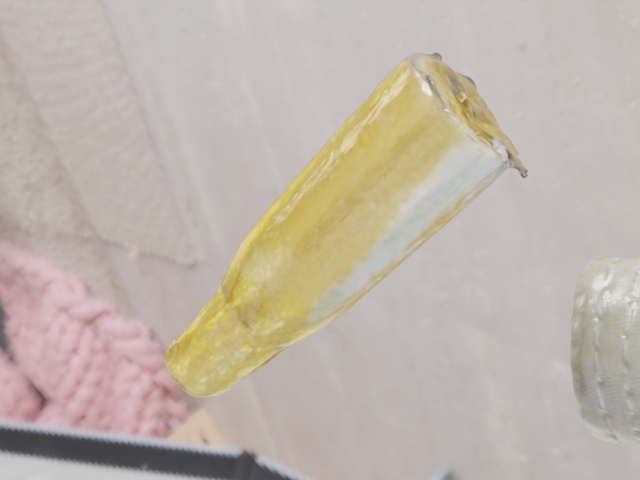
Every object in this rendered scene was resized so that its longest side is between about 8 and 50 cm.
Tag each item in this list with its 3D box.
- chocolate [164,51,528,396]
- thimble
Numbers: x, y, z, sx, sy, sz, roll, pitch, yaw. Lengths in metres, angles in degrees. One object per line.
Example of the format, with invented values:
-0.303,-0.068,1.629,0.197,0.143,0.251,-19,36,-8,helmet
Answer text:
0.000,0.000,0.741,0.219,0.085,0.085,-43,88,18,chocolate
0.201,0.066,0.845,0.090,0.102,0.115,0,88,31,thimble
